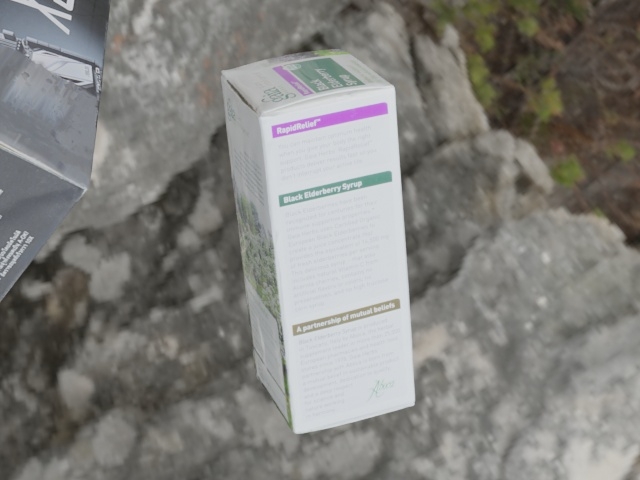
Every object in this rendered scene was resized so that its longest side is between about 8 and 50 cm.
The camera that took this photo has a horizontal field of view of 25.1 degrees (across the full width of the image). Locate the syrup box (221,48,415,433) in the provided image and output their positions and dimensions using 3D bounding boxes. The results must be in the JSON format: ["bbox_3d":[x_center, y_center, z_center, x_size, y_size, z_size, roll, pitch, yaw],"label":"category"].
[{"bbox_3d":[0.000,0.000,0.965,0.096,0.093,0.237,-12,116,-16],"label":"syrup box"}]

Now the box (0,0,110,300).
[{"bbox_3d":[-0.189,-0.016,0.582,0.076,0.242,0.307,26,126,-25],"label":"box"}]
